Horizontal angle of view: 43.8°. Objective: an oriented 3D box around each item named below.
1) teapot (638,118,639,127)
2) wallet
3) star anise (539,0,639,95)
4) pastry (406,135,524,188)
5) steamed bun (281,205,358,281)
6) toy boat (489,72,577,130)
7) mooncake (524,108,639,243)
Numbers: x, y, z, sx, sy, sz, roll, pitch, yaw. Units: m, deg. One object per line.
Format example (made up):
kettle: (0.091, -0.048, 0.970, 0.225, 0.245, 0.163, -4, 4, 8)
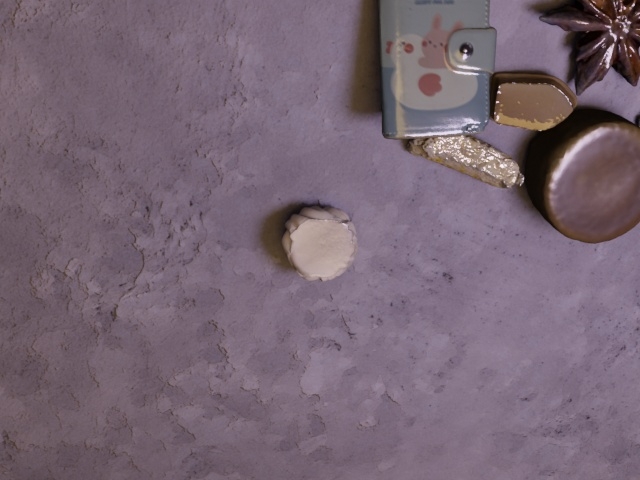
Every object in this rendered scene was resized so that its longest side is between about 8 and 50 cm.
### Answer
teapot: (0.840, -0.274, 1.792, 0.178, 0.221, 0.163, 36, 67, -12)
wallet: (0.241, -0.393, 1.641, 0.252, 0.083, 0.360, -3, 100, -10)
star anise: (0.604, -0.452, 1.680, 0.315, 0.108, 0.315, -3, 119, -6)
pastry: (0.318, -0.188, 1.767, 0.258, 0.121, 0.089, 23, 82, -9)
steamed bun: (0.000, 0.000, 1.809, 0.183, 0.106, 0.183, -4, 113, -9)
toy boat: (0.465, -0.299, 1.731, 0.188, 0.061, 0.116, 5, 116, 6)
mooncake: (0.606, -0.149, 1.794, 0.284, 0.155, 0.284, -2, 113, -6)
